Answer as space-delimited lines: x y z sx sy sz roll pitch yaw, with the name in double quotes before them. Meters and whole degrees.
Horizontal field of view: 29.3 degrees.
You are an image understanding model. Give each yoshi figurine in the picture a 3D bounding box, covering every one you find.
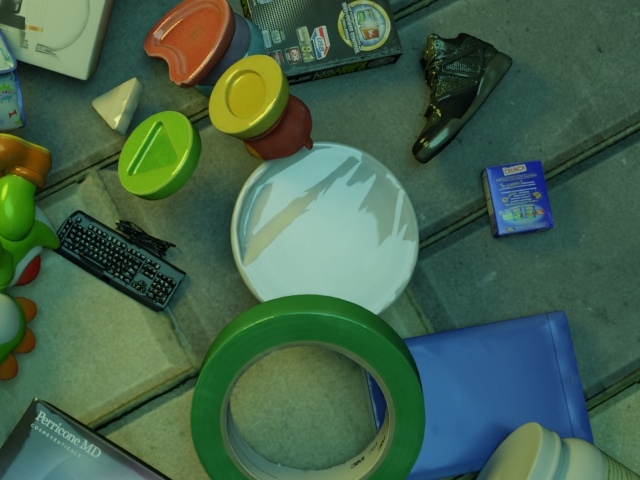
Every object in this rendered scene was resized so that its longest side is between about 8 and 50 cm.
"yoshi figurine" -0.495 0.035 1.680 0.203 0.203 0.362 6 82 9

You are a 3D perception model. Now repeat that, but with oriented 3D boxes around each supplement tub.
"supplement tub" 0.379 0.422 1.698 0.325 0.235 0.235 34 78 -5

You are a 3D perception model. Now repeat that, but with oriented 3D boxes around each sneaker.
"sneaker" 0.183 -0.226 1.866 0.130 0.087 0.227 36 74 1

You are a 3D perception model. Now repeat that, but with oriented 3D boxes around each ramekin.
"ramekin" 0.000 0.000 1.778 0.273 0.127 0.272 1 81 -8

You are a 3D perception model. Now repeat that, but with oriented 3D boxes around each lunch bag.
"lunch bag" -0.488 -0.219 1.686 0.129 0.096 0.151 -14 98 -41

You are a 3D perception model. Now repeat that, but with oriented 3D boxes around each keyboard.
"keyboard" -0.289 0.016 1.780 0.192 0.038 0.100 30 77 -3

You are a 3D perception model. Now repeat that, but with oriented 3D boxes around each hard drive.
"hard drive" 0.230 0.234 1.816 0.319 0.040 0.210 -10 82 -10

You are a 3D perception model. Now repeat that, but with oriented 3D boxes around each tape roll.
"tape roll" -0.017 0.235 1.690 0.321 0.077 0.321 0 107 0

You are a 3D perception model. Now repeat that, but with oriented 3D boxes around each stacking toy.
"stacking toy" -0.164 -0.184 1.761 0.279 0.130 0.309 -40 49 11

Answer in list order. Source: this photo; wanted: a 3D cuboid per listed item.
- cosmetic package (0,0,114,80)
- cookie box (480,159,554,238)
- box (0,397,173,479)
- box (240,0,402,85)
"cosmetic package" -0.472 -0.421 1.736 0.377 0.097 0.284 16 106 -5
"cookie box" 0.302 -0.064 1.876 0.092 0.040 0.107 -8 82 -9
"box" -0.336 0.409 1.634 0.296 0.183 0.294 33 76 -2
"box" -0.014 -0.383 1.875 0.216 0.060 0.270 -13 83 -10
